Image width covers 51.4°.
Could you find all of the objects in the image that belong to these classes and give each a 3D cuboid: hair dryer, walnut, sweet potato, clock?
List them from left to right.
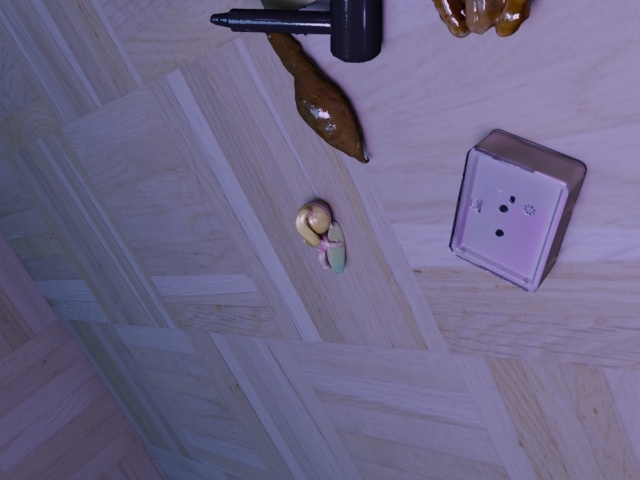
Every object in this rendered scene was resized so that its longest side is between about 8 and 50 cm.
[{"bbox_3d":[-0.037,-0.323,0.930,0.248,0.070,0.114,8,131,12],"label":"hair dryer"},{"bbox_3d":[-0.009,-0.229,1.048,0.269,0.075,0.075,55,144,-1],"label":"sweet potato"},{"bbox_3d":[0.183,-0.321,0.762,0.143,0.069,0.170,15,133,37],"label":"walnut"},{"bbox_3d":[0.268,-0.038,0.921,0.147,0.071,0.192,28,139,28],"label":"clock"}]

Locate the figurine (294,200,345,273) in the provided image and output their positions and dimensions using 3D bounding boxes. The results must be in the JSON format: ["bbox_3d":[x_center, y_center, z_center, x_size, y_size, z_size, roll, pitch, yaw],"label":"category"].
[{"bbox_3d":[0.000,0.000,1.249,0.083,0.083,0.187,22,145,33],"label":"figurine"}]

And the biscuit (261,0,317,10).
[{"bbox_3d":[-0.071,-0.429,0.961,0.121,0.041,0.199,-1,121,52],"label":"biscuit"}]
